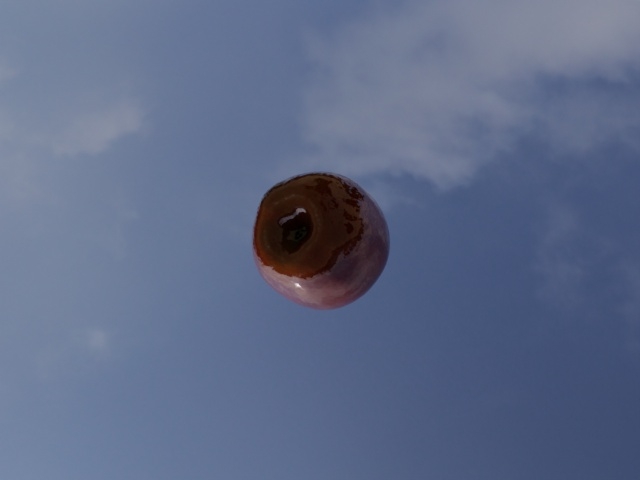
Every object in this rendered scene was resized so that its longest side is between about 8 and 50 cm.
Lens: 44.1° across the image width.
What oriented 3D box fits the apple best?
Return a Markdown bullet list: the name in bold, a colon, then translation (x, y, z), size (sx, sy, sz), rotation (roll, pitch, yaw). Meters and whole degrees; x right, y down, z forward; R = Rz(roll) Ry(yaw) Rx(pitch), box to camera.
- **apple**: translation (0.000, 0.000, 1.245), size (0.218, 0.201, 0.218), rotation (-3, -97, 27)
